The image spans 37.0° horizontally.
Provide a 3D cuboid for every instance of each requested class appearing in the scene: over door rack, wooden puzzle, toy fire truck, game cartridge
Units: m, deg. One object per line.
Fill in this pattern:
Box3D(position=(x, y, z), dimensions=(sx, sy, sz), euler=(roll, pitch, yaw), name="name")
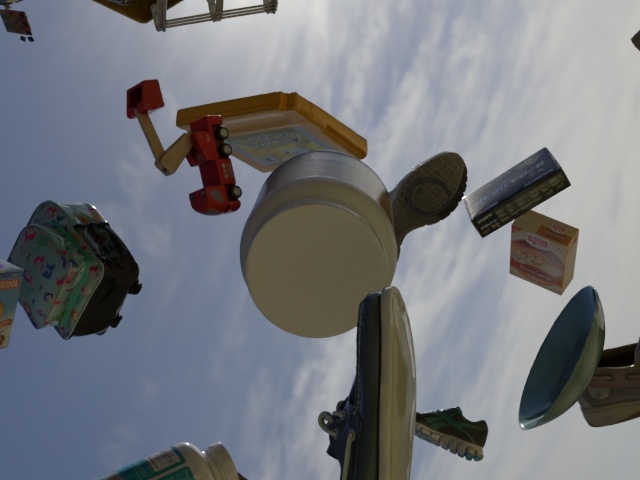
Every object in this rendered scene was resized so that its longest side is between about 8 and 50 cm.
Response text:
Box3D(position=(-0.170, -0.483, 1.656), dimensions=(0.324, 0.239, 0.108), euler=(132, 122, -71), name="over door rack")
Box3D(position=(-0.531, -0.381, 1.669), dimensions=(0.083, 0.049, 0.006), euler=(86, -161, -52), name="wooden puzzle")
Box3D(position=(-0.189, -0.125, 1.328), dimensions=(0.135, 0.047, 0.192), euler=(-8, -96, -44), name="toy fire truck")
Box3D(position=(-0.097, -0.223, 2.021), dimensions=(0.324, 0.285, 0.052), euler=(22, -113, -57), name="game cartridge")

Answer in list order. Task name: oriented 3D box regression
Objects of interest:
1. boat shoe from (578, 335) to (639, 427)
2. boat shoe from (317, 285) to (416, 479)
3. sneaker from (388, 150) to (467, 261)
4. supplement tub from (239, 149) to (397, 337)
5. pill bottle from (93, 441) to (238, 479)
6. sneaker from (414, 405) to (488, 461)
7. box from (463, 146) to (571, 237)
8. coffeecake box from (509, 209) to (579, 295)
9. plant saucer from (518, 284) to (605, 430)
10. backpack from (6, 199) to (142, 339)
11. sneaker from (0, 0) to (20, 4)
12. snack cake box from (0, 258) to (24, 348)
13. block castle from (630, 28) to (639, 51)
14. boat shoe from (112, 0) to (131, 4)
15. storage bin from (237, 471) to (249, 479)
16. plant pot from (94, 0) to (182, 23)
Box3D(position=(0.496, 0.174, 1.369), dimensions=(0.341, 0.110, 0.122), euler=(-31, 0, 42), name="boat shoe")
Box3D(position=(0.038, 0.204, 0.951), dimensions=(0.116, 0.099, 0.319), euler=(-1, -88, -71), name="boat shoe")
Box3D(position=(0.130, -0.051, 1.675), dimensions=(0.297, 0.129, 0.111), euler=(-43, -68, -3), name="sneaker")
Box3D(position=(0.000, 0.000, 1.436), dimensions=(0.316, 0.228, 0.228), euler=(-81, 4, -74), name="supplement tub")
Box3D(position=(-0.280, 0.450, 1.685), dimensions=(0.264, 0.146, 0.146), euler=(-20, -48, -24), name="pill bottle")
Box3D(position=(0.212, 0.314, 1.640), dimensions=(0.076, 0.166, 0.065), euler=(-61, -18, -21), name="sneaker")
Box3D(position=(0.422, -0.106, 2.080), dimensions=(0.051, 0.220, 0.175), euler=(54, -167, -15), name="box")
Box3D(position=(0.527, 0.027, 2.269), dimensions=(0.068, 0.142, 0.185), euler=(-49, -31, -28), name="coffeecake box")
Box3D(position=(0.301, 0.149, 1.159), dimensions=(0.195, 0.037, 0.195), euler=(-63, -1, -2), name="plant saucer")
Box3D(position=(-0.500, 0.047, 1.882), dimensions=(0.191, 0.253, 0.225), euler=(3, -51, -46), name="backpack")
Box3D(position=(-0.434, -0.499, 1.373), dimensions=(0.330, 0.130, 0.147), euler=(-67, -15, -1), name="sneaker")
Box3D(position=(-0.630, 0.113, 1.578), dimensions=(0.264, 0.089, 0.152), euler=(-6, -68, -60), name="snack cake box")
Box3D(position=(0.698, -0.210, 1.477), dimensions=(0.213, 0.303, 0.453), euler=(-42, 31, 29), name="block castle")
Box3D(position=(-0.296, -0.481, 1.473), dimensions=(0.079, 0.084, 0.233), euler=(12, -79, -36), name="boat shoe")
Box3D(position=(-0.156, 0.544, 1.921), dimensions=(0.091, 0.135, 0.098), euler=(-47, -56, -5), name="storage bin")
Box3D(position=(-0.368, -0.578, 1.870), dimensions=(0.212, 0.212, 0.187), euler=(20, -110, -35), name="plant pot")
